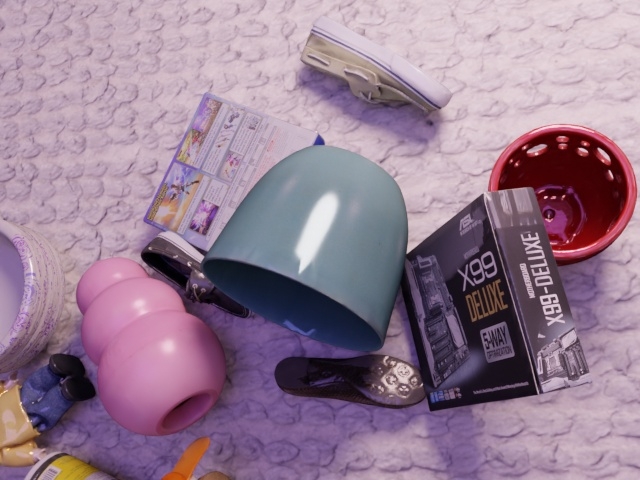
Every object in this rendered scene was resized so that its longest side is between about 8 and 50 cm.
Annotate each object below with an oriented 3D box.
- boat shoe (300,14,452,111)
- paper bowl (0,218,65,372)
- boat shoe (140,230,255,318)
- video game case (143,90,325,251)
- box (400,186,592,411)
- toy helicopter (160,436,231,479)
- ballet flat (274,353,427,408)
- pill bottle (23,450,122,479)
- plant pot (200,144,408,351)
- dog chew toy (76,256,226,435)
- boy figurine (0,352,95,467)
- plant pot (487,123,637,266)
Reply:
[{"bbox_3d":[0.091,-0.289,1.103,0.302,0.109,0.094,38,106,29],"label":"boat shoe"},{"bbox_3d":[-0.606,0.106,1.186,0.284,0.148,0.284,-3,78,15],"label":"paper bowl"},{"bbox_3d":[-0.213,0.069,1.091,0.228,0.076,0.080,38,134,9],"label":"boat shoe"},{"bbox_3d":[-0.156,-0.105,1.145,0.244,0.061,0.269,24,86,19],"label":"video game case"},{"bbox_3d":[0.214,0.097,0.867,0.076,0.307,0.242,-7,75,-17],"label":"box"},{"bbox_3d":[-0.173,0.429,0.877,0.140,0.355,0.235,-26,89,10],"label":"toy helicopter"},{"bbox_3d":[0.048,0.229,1.021,0.249,0.058,0.084,1,57,11],"label":"ballet flat"},{"bbox_3d":[-0.387,0.448,1.062,0.208,0.119,0.119,17,83,19],"label":"pill bottle"},{"bbox_3d":[0.000,0.000,0.969,0.293,0.293,0.235,17,68,19],"label":"plant pot"},{"bbox_3d":[-0.302,0.158,1.064,0.206,0.206,0.332,-43,62,4],"label":"dog chew toy"},{"bbox_3d":[-0.548,0.335,1.150,0.285,0.092,0.177,-40,71,6],"label":"boy figurine"},{"bbox_3d":[0.344,-0.051,0.925,0.191,0.174,0.191,-4,76,16],"label":"plant pot"}]
